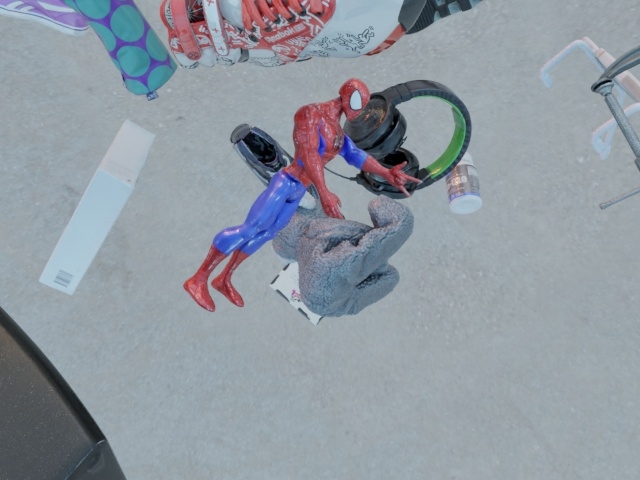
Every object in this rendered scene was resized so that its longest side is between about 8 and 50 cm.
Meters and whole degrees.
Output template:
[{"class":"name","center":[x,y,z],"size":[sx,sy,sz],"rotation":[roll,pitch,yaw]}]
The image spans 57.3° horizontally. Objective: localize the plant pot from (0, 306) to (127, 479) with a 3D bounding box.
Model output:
[{"class":"plant pot","center":[-0.250,0.178,0.430],"size":[0.167,0.187,0.188],"rotation":[25,140,19]}]

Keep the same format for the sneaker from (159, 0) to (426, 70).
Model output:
[{"class":"sneaker","center":[-0.041,-0.184,0.462],"size":[0.145,0.270,0.090],"rotation":[-11,103,-24]}]

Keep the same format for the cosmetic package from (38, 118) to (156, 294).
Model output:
[{"class":"cosmetic package","center":[-0.563,-0.088,1.492],"size":[0.098,0.284,0.377],"rotation":[29,117,-19]}]

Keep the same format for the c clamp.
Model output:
[{"class":"c clamp","center":[0.335,-0.129,0.607],"size":[0.137,0.022,0.160],"rotation":[-21,67,26]}]

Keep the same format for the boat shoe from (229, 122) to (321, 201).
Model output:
[{"class":"boat shoe","center":[-0.117,-0.193,1.669],"size":[0.341,0.158,0.127],"rotation":[41,90,-17]}]

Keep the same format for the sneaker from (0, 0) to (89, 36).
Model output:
[{"class":"sneaker","center":[-0.701,-0.621,1.424],"size":[0.282,0.102,0.161],"rotation":[12,138,-14]}]

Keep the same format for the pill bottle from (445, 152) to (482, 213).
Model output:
[{"class":"pill bottle","center":[0.341,-0.140,1.409],"size":[0.078,0.078,0.137],"rotation":[-2,63,1]}]

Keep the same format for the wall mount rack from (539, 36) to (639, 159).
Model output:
[{"class":"wall mount rack","center":[0.535,-0.194,1.037],"size":[0.304,0.350,0.130],"rotation":[29,124,-34]}]

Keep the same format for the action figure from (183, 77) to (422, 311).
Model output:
[{"class":"action figure","center":[-0.011,-0.027,0.604],"size":[0.139,0.091,0.280],"rotation":[37,104,18]}]

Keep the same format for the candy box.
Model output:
[{"class":"candy box","center":[0.006,0.078,1.491],"size":[0.159,0.071,0.233],"rotation":[41,86,7]}]

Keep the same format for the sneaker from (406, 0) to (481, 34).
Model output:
[{"class":"sneaker","center":[0.285,-0.601,1.432],"size":[0.331,0.146,0.122],"rotation":[4,130,43]}]

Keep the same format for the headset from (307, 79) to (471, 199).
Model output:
[{"class":"headset","center":[0.134,-0.172,1.228],"size":[0.394,0.185,0.243],"rotation":[-22,131,4]}]

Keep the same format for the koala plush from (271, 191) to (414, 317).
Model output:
[{"class":"koala plush","center":[0.000,0.000,0.953],"size":[0.221,0.203,0.196],"rotation":[40,142,29]}]

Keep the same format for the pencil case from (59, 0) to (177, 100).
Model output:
[{"class":"pencil case","center":[-0.229,-0.236,0.665],"size":[0.070,0.064,0.151],"rotation":[-29,133,2]}]
